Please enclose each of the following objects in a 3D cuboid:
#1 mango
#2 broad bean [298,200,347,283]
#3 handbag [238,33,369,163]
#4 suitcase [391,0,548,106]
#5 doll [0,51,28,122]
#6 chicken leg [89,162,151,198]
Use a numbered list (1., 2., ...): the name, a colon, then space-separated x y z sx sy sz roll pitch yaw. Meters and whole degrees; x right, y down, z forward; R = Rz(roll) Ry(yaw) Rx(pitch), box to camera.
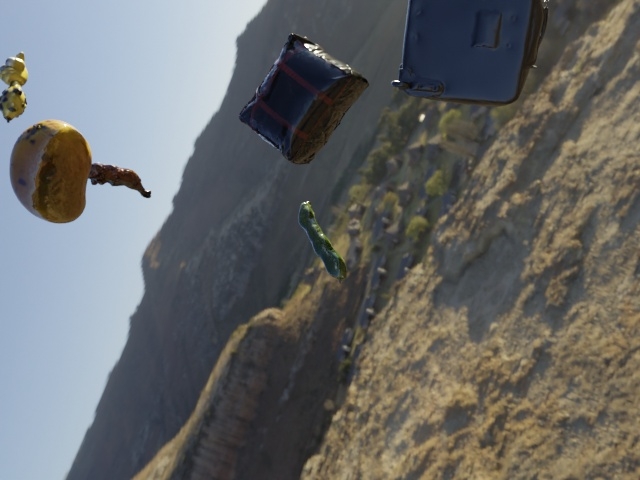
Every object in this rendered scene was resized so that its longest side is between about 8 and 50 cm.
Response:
1. mango: -0.413 -0.101 1.026 0.090 0.115 0.178 63 142 40
2. broad bean: 0.000 0.001 1.728 0.256 0.053 0.052 62 146 29
3. handbag: -0.038 -0.273 1.297 0.215 0.169 0.155 -53 -17 15
4. suitcase: 0.356 -0.499 1.592 0.188 0.340 0.345 -32 -50 -69
5. doll: -0.973 -0.491 2.126 0.117 0.086 0.291 -39 48 28
6. chicken leg: -0.536 -0.165 1.789 0.089 0.219 0.048 -31 59 39
